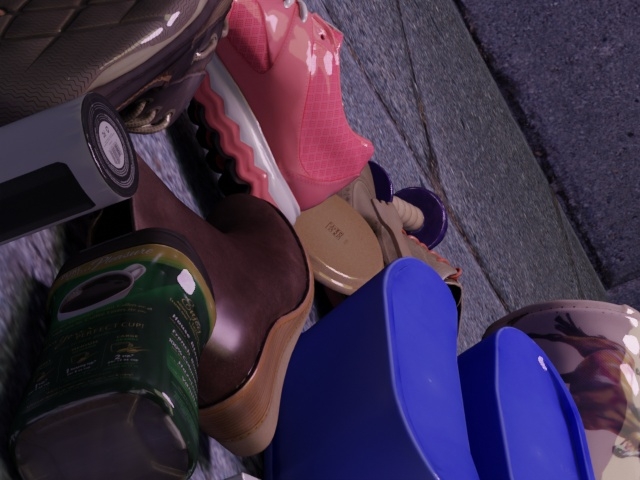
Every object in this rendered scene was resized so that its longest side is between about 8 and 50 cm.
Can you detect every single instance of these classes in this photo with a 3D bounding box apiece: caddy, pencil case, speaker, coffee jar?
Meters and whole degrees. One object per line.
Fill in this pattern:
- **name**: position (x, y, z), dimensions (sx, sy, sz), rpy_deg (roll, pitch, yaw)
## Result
- **caddy**: position (0.072, 0.178, 1.411), dimensions (0.241, 0.179, 0.341), rpy_deg (34, 27, -23)
- **pencil case**: position (0.209, 0.265, 1.595), dimensions (0.183, 0.160, 0.410), rpy_deg (146, -47, -62)
- **speaker**: position (-0.159, -0.024, 0.893), dimensions (0.055, 0.136, 0.055), rpy_deg (-19, 90, -74)
- **coffee jar**: position (-0.110, 0.067, 1.026), dimensions (0.184, 0.096, 0.079), rpy_deg (-87, 155, -60)

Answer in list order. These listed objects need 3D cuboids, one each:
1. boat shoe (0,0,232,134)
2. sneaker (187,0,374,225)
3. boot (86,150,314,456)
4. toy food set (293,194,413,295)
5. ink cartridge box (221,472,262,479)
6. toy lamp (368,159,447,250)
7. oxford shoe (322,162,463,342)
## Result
- **boat shoe**: position (-0.121, -0.128, 1.196), dimensions (0.355, 0.132, 0.130), rpy_deg (-56, 151, -56)
- **sneaker**: position (-0.058, -0.164, 1.468), dimensions (0.314, 0.136, 0.116), rpy_deg (67, -12, -19)
- **boot**: position (-0.082, 0.002, 1.254), dimensions (0.248, 0.090, 0.207), rpy_deg (-92, 158, -48)
- **toy food set**: position (0.000, 0.000, 1.600), dimensions (0.192, 0.038, 0.132), rpy_deg (16, 41, -38)
- **ink cartridge box**: position (-0.037, 0.215, 1.222), dimensions (0.063, 0.029, 0.115), rpy_deg (37, 33, -65)
- **toy lamp**: position (0.079, -0.032, 1.987), dimensions (0.275, 0.080, 0.080), rpy_deg (24, 46, -69)
- **oxford shoe**: position (0.070, 0.040, 1.707), dimensions (0.123, 0.130, 0.348), rpy_deg (50, 22, -54)
